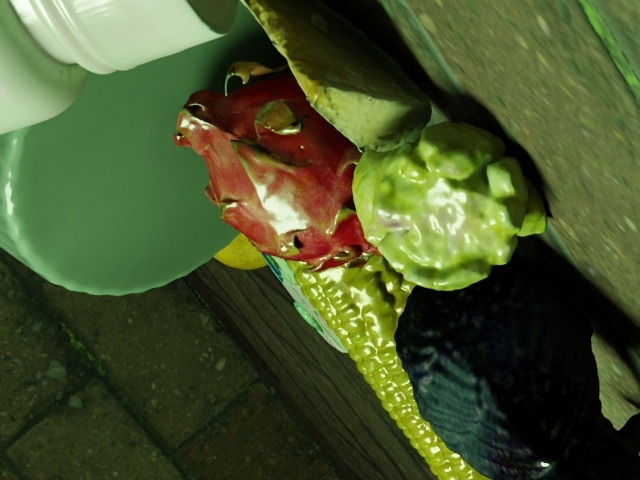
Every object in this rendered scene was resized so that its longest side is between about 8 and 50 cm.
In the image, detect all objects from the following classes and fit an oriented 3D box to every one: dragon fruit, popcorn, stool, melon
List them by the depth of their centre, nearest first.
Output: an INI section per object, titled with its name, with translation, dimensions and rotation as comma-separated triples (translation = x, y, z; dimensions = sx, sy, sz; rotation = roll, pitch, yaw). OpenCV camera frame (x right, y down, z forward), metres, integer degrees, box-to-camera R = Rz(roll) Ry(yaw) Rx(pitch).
[popcorn]
translation = 0.071, -0.020, 1.114
dimensions = 0.089, 0.109, 0.096
rotation = -13, -82, -65
[melon]
translation = -0.012, -0.120, 1.174
dimensions = 0.098, 0.054, 0.182
rotation = 21, -156, -43
[dragon fruit]
translation = -0.014, -0.053, 1.284
dimensions = 0.166, 0.136, 0.133
rotation = 26, -147, 3
[stool]
translation = -0.204, -0.145, 1.400
dimensions = 0.330, 0.297, 0.297
rotation = 38, 167, 39

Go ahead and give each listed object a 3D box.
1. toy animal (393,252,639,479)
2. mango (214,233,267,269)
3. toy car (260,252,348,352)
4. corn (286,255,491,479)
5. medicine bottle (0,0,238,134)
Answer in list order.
[toy animal]
translation = 0.124, 0.093, 1.211
dimensions = 0.185, 0.122, 0.298
rotation = 58, -172, -21
[mango]
translation = -0.080, -0.067, 1.710
dimensions = 0.157, 0.109, 0.262
rotation = 57, 171, 23
[toy car]
translation = 0.000, 0.000, 1.622
dimensions = 0.224, 0.090, 0.076
rotation = 55, 167, -32
[corn]
translation = 0.105, 0.108, 1.431
dimensions = 0.363, 0.120, 0.120
rotation = 50, 173, -14
[medicine bottle]
translation = -0.256, -0.150, 1.127
dimensions = 0.213, 0.379, 0.213
rotation = -15, -90, -76
